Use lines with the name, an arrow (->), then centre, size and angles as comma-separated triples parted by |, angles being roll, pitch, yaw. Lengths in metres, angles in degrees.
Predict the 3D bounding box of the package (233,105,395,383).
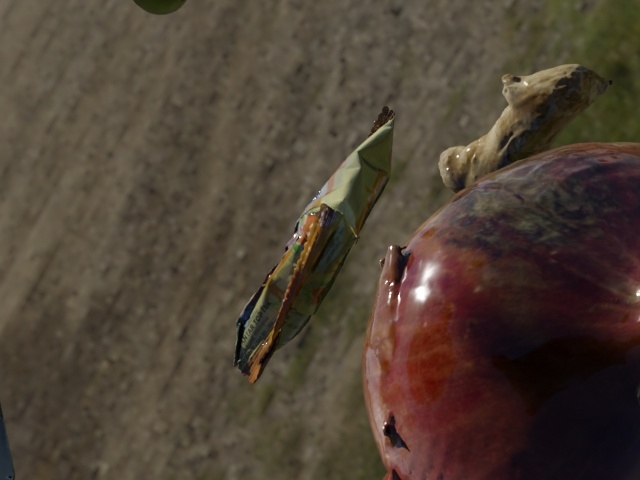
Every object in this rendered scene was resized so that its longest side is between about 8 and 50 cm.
package -> -0.001, 0.001, 0.861 | 0.108, 0.031, 0.120 | -59, 1, 34

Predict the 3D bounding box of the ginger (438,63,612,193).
ginger -> 0.165, -0.038, 1.564 | 0.081, 0.148, 0.333 | -26, -29, -30

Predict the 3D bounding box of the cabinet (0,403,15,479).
cabinet -> -0.314, 0.193, 1.309 | 0.206, 0.145, 0.150 | 102, 155, -44

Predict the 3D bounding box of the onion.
onion -> 0.192, 0.100, 1.140 | 0.353, 0.354, 0.353 | -51, 19, 25

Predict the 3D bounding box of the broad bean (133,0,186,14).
broad bean -> -0.141, -0.232, 1.492 | 0.063, 0.083, 0.045 | -38, 33, -5
